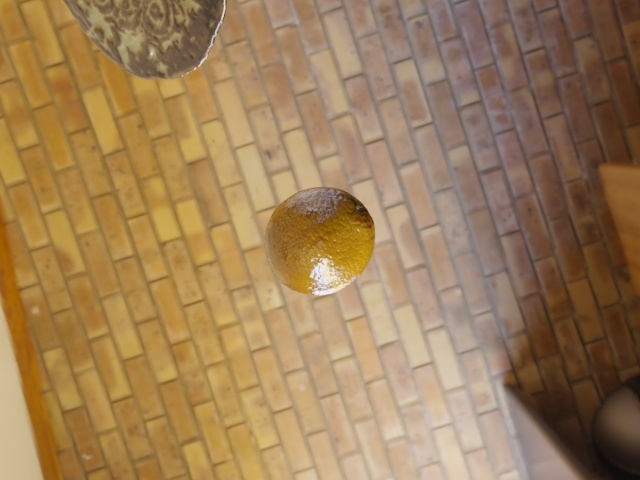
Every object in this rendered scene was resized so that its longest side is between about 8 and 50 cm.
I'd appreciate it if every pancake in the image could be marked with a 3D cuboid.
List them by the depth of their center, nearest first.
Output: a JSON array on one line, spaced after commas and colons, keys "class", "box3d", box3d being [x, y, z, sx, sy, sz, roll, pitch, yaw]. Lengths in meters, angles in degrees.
[{"class": "pancake", "box3d": [-0.140, -0.204, 0.670, 0.191, 0.020, 0.184, 26, 134, 26]}]

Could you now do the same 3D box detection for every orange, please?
[{"class": "orange", "box3d": [0.000, 0.000, 0.665, 0.085, 0.085, 0.085, -18, -90, -88]}]
